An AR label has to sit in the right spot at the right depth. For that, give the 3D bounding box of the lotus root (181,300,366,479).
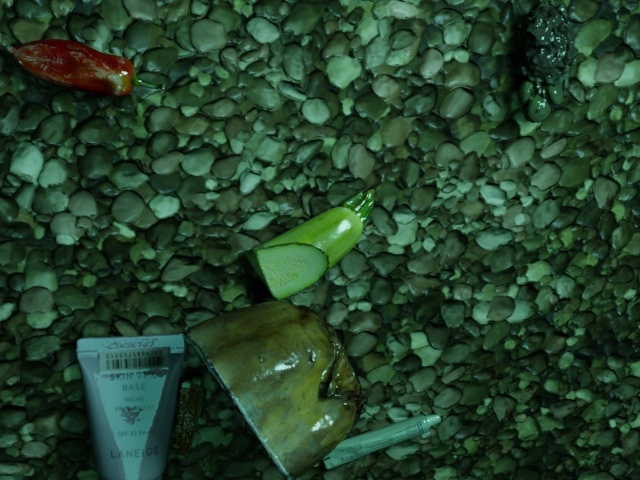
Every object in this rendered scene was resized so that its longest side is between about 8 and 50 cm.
[{"bbox_3d":[-0.047,0.192,1.605,0.192,0.272,0.272,-27,124,-6],"label":"lotus root"}]

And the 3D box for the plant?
[{"bbox_3d":[0.295,-0.229,1.540,0.087,0.085,0.174,17,127,20],"label":"plant"}]

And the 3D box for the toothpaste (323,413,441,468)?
[{"bbox_3d":[0.096,0.311,1.841,0.197,0.029,0.048,-19,121,0],"label":"toothpaste"}]

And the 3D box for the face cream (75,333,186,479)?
[{"bbox_3d":[-0.270,0.263,1.682,0.154,0.096,0.274,-1,108,-12],"label":"face cream"}]

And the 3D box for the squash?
[{"bbox_3d":[-0.001,0.001,1.595,0.200,0.075,0.090,-34,98,5],"label":"squash"}]

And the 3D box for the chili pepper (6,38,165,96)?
[{"bbox_3d":[-0.281,-0.204,1.406,0.191,0.050,0.059,14,120,-9],"label":"chili pepper"}]

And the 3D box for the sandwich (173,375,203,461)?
[{"bbox_3d":[-0.193,0.254,1.701,0.029,0.067,0.135,13,107,3],"label":"sandwich"}]
